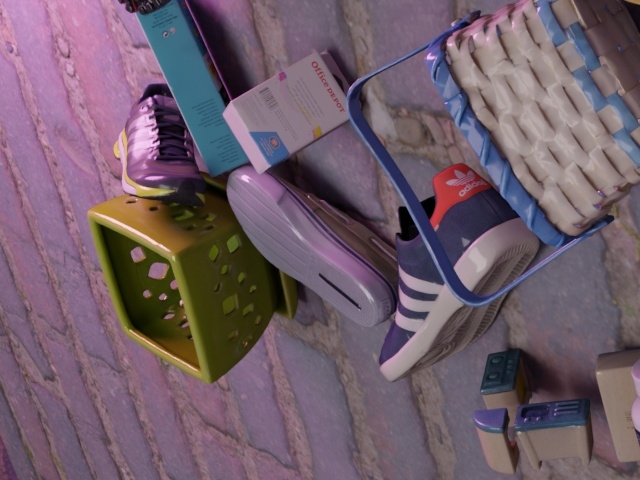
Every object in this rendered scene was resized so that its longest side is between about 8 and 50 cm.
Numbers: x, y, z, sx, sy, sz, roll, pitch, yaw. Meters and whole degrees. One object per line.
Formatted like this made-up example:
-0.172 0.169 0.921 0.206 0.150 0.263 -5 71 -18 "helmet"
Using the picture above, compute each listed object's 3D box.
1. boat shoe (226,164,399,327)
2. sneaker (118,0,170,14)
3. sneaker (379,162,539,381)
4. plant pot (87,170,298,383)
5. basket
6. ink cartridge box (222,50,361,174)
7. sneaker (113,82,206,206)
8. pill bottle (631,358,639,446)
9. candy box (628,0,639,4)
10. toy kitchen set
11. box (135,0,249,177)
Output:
0.000 0.000 1.837 0.302 0.094 0.109 42 141 25 "boat shoe"
-0.144 -0.377 1.709 0.299 0.112 0.121 -13 112 46 "sneaker"
0.134 0.037 1.656 0.148 0.131 0.350 56 146 19 "sneaker"
-0.168 0.035 2.012 0.228 0.207 0.227 25 136 45 "plant pot"
0.187 -0.097 1.325 0.289 0.201 0.254 -30 91 29 "basket"
-0.031 -0.157 1.708 0.092 0.143 0.090 59 168 -1 "ink cartridge box"
-0.222 -0.135 1.958 0.300 0.111 0.121 -130 51 -59 "sneaker"
0.376 0.200 1.455 0.094 0.094 0.169 9 125 53 "pill bottle"
0.273 -0.248 1.182 0.187 0.109 0.053 31 140 41 "candy box"
0.280 0.162 1.601 0.207 0.166 0.122 -9 115 20 "toy kitchen set"
-0.168 -0.213 1.887 0.100 0.060 0.244 -93 -21 -76 "box"
